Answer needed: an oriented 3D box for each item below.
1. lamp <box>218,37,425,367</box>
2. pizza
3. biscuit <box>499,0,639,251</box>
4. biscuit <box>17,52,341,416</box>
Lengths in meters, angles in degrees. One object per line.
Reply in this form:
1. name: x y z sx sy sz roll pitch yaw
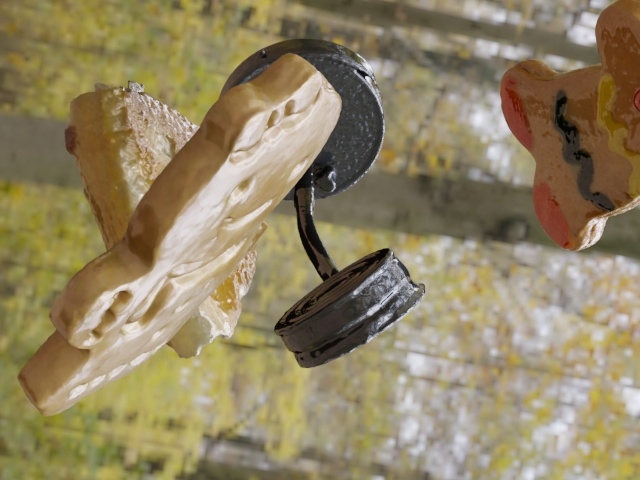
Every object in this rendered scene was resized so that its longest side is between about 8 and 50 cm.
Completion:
1. lamp: -0.020 -0.032 0.876 0.130 0.108 0.371 -29 -168 13
2. pizza: -0.100 -0.030 1.088 0.062 0.182 0.161 -23 -165 34
3. biscuit: 0.220 -0.083 1.124 0.250 0.036 0.165 -17 -86 54
4. biscuit: -0.050 0.001 0.642 0.184 0.027 0.133 -48 168 16
